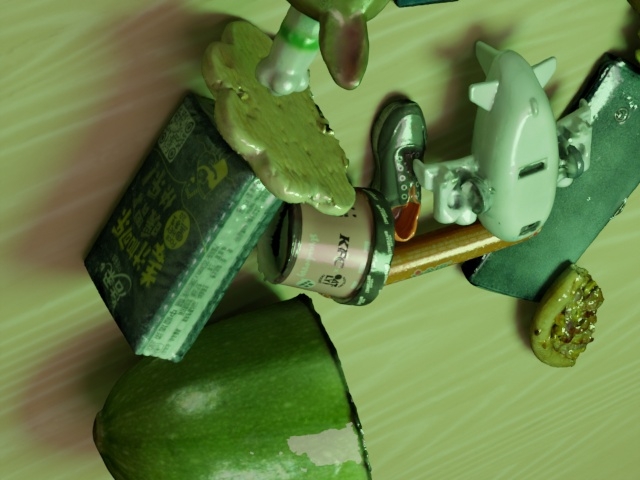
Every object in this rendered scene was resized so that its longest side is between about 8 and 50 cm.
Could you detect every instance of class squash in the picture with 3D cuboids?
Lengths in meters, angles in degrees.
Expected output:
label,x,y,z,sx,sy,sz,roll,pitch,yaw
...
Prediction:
label,x,y,z,sx,sy,sz,roll,pitch,yaw
squash,-0.121,0.253,1.696,0.309,0.310,0.310,-18,132,-11

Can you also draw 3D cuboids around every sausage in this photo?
label,x,y,z,sx,sy,sz,roll,pitch,yaw
sausage,0.146,0.015,1.800,0.348,0.053,0.053,-17,132,-7

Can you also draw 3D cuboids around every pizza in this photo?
label,x,y,z,sx,sy,sz,roll,pitch,yaw
pizza,0.368,0.123,2.007,0.127,0.058,0.246,-24,146,-26

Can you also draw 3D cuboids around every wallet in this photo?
label,x,y,z,sx,sy,sz,roll,pitch,yaw
wallet,0.363,-0.073,1.889,0.191,0.046,0.379,18,115,-37

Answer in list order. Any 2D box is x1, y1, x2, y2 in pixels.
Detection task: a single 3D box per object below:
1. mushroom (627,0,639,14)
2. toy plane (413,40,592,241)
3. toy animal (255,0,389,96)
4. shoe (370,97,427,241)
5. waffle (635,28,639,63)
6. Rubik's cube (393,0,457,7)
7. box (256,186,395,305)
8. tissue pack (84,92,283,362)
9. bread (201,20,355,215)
label,x,y,z,sx,sy,sz,roll,pitch,yaw
mushroom,0.511,-0.404,1.581,0.346,0.259,0.345,0,146,0
toy plane,0.239,-0.118,1.705,0.267,0.122,0.266,-14,121,-24
toy animal,0.020,-0.304,1.311,0.180,0.181,0.363,29,102,-28
shoe,0.107,-0.085,1.707,0.074,0.077,0.194,-9,129,-24
waffle,0.561,-0.255,1.820,0.307,0.060,0.311,-35,121,-13
Rubik's cube,0.226,-0.376,1.510,0.233,0.229,0.228,16,76,1
box,0.000,0.000,1.671,0.135,0.151,0.151,9,120,-24
tissue pack,-0.160,-0.016,1.529,0.081,0.185,0.257,18,114,-39
bread,-0.054,-0.138,1.464,0.182,0.250,0.039,13,138,-41
